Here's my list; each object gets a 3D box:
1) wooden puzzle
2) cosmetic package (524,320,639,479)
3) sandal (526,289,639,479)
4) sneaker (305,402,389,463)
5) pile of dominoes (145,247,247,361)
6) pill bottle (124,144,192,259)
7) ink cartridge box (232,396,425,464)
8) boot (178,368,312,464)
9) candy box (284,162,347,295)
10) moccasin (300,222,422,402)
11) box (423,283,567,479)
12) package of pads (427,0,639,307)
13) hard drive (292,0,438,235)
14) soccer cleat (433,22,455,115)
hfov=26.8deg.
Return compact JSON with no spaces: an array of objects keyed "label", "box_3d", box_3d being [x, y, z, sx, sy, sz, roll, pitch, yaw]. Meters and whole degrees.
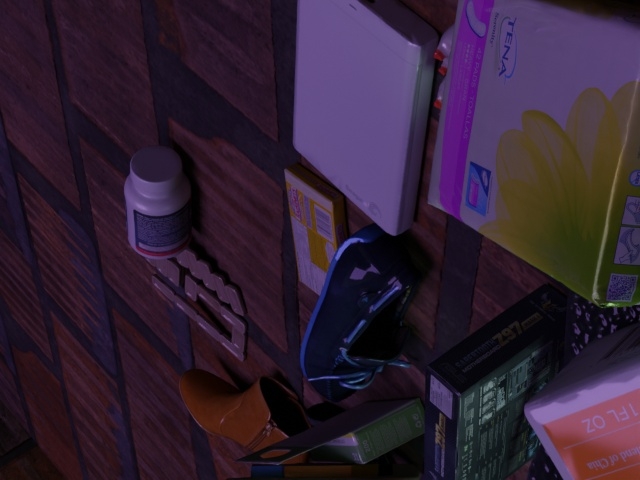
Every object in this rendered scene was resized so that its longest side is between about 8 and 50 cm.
[{"label":"wooden puzzle","box_3d":[0.004,0.336,1.924,0.221,0.239,0.044,-4,86,23]},{"label":"cosmetic package","box_3d":[0.407,0.276,1.192,0.230,0.161,0.453,-31,90,43]},{"label":"sandal","box_3d":[0.326,0.199,1.424,0.167,0.107,0.445,37,134,40]},{"label":"sneaker","box_3d":[0.041,0.313,2.090,0.170,0.051,0.089,10,122,53]},{"label":"pile of dominoes","box_3d":[-0.204,0.072,2.314,0.251,0.040,0.196,39,148,20]},{"label":"pill bottle","box_3d":[-0.260,-0.063,2.158,0.108,0.108,0.180,45,151,26]},{"label":"ink cartridge box","box_3d":[0.016,0.289,1.895,0.171,0.235,0.056,-18,95,64]},{"label":"boot","box_3d":[-0.122,0.281,2.313,0.295,0.104,0.211,43,146,19]},{"label":"candy box","box_3d":[0.000,0.000,1.852,0.105,0.027,0.206,39,148,40]},{"label":"moccasin","box_3d":[0.053,0.125,1.771,0.117,0.138,0.342,42,151,23]},{"label":"box","box_3d":[0.200,0.182,1.510,0.059,0.183,0.232,41,150,34]},{"label":"package of pads","box_3d":[0.211,-0.099,1.150,0.296,0.101,0.229,37,123,58]},{"label":"hard drive","box_3d":[0.045,-0.171,1.573,0.203,0.040,0.307,44,150,29]},{"label":"soccer cleat","box_3d":[0.157,-0.167,1.355,0.068,0.076,0.196,38,169,18]}]
